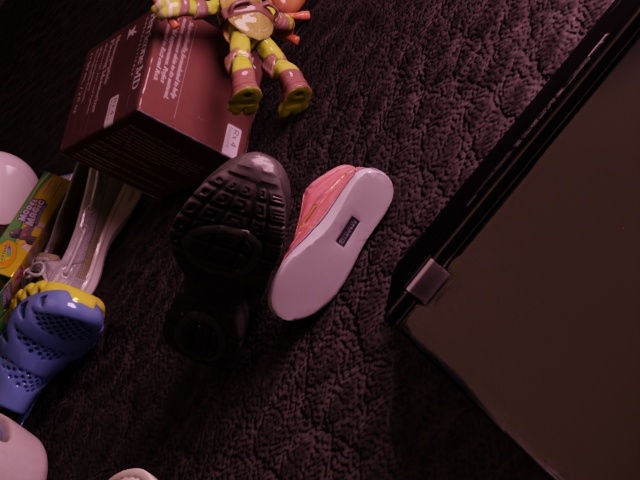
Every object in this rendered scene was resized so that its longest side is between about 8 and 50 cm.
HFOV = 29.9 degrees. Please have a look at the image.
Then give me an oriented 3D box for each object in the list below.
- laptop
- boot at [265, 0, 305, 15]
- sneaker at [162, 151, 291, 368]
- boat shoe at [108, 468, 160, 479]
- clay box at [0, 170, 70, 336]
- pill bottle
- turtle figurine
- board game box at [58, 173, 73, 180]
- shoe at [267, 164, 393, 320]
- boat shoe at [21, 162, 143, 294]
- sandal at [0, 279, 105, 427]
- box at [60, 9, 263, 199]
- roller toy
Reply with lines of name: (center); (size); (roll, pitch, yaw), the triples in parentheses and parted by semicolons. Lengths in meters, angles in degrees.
laptop: (0.255, -0.022, 0.892); (0.382, 0.236, 0.408); (-50, 0, 6)
boot: (0.007, -0.393, 1.611); (0.152, 0.073, 0.197); (-12, 52, 46)
sneaker: (-0.089, 0.003, 1.205); (0.286, 0.109, 0.130); (115, 180, -47)
boat shoe: (-0.115, 0.268, 1.059); (0.305, 0.091, 0.109); (-8, 64, 54)
clay box: (-0.435, 0.020, 1.758); (0.127, 0.053, 0.222); (108, -174, -53)
pill bottle: (-0.526, -0.064, 1.897); (0.146, 0.146, 0.264); (-62, 21, -15)
turtle figurine: (-0.081, -0.256, 1.481); (0.087, 0.269, 0.217); (-43, 57, 35)
board game box: (-0.450, -0.035, 1.955); (0.103, 0.026, 0.154); (-3, 57, 56)
shoe: (0.000, 0.000, 1.210); (0.178, 0.063, 0.081); (-54, 24, -6)
boat shoe: (-0.356, 0.002, 1.691); (0.118, 0.103, 0.320); (7, 66, 59)
sandal: (-0.383, 0.168, 1.552); (0.317, 0.126, 0.138); (-42, 33, 37)
box: (-0.207, -0.178, 1.574); (0.203, 0.167, 0.168); (-19, 53, 48)
roller toy: (-0.444, 0.291, 1.450); (0.209, 0.146, 0.191); (-23, 38, 36)
